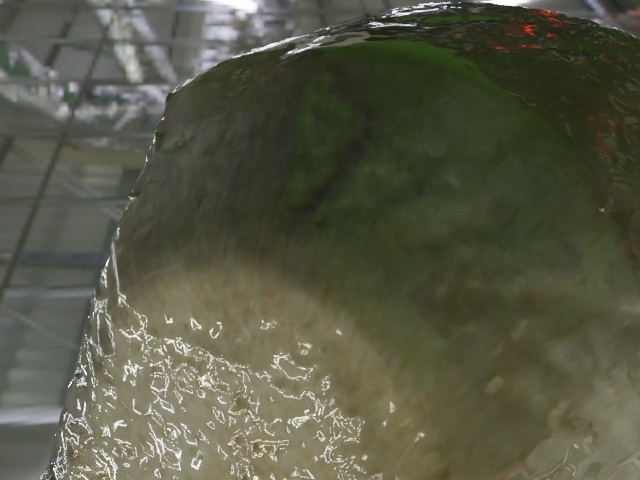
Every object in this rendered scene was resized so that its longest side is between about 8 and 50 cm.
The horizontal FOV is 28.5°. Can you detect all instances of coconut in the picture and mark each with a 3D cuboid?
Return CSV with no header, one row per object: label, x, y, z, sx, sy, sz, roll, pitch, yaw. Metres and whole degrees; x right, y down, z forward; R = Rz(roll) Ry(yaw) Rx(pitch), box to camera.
coconut,0.056,0.070,0.664,0.344,0.415,0.415,39,-143,15
